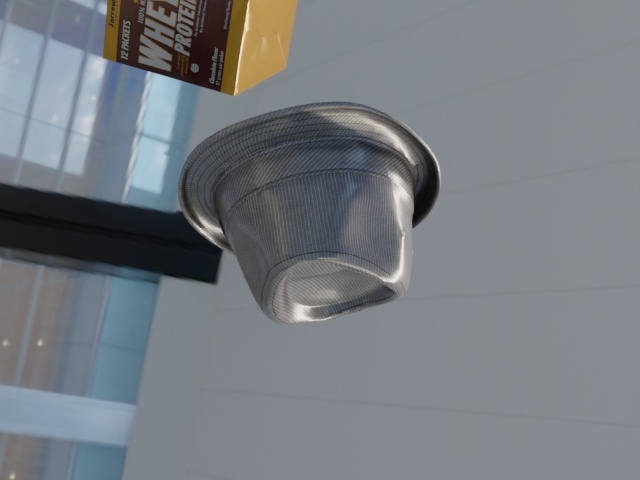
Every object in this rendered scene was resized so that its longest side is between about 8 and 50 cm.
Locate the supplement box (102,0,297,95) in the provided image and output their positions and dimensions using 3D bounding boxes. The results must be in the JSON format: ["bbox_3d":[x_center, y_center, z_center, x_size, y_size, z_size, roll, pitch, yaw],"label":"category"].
[{"bbox_3d":[-0.158,-0.301,1.233,0.191,0.194,0.129,-48,153,-61],"label":"supplement box"}]

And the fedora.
[{"bbox_3d":[0.000,0.000,0.843,0.244,0.275,0.124,-12,-114,6],"label":"fedora"}]
